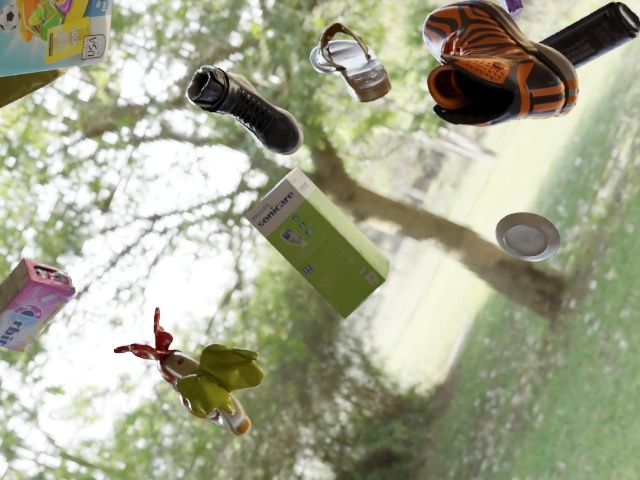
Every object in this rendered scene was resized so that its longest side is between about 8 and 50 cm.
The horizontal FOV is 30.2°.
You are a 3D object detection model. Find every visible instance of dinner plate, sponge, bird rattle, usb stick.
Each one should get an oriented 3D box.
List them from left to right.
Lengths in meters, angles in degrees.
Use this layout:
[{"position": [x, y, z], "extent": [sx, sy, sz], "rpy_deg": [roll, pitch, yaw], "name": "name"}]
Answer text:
[{"position": [-0.211, 0.235, 1.927], "extent": [0.143, 0.254, 0.207], "rpy_deg": [-53, -44, -30], "name": "bird rattle"}, {"position": [0.313, -0.492, 2.082], "extent": [0.117, 0.031, 0.210], "rpy_deg": [0, -105, -83], "name": "sponge"}, {"position": [0.439, -0.004, 2.523], "extent": [0.141, 0.141, 0.017], "rpy_deg": [111, 180, -46], "name": "dinner plate"}, {"position": [0.413, -0.318, 1.968], "extent": [0.278, 0.077, 0.045], "rpy_deg": [-25, 26, 56], "name": "usb stick"}]

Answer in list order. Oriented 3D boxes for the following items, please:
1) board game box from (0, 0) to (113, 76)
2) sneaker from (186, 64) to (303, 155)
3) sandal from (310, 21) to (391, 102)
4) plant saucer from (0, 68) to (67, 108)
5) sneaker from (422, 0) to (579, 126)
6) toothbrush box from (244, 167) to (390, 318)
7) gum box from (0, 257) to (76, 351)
[{"position": [-0.418, -0.353, 1.591], "extent": [0.336, 0.079, 0.253], "rpy_deg": [-22, -53, -53], "name": "board game box"}, {"position": [-0.146, -0.240, 2.182], "extent": [0.086, 0.226, 0.163], "rpy_deg": [-55, -25, 13], "name": "sneaker"}, {"position": [0.038, -0.286, 1.760], "extent": [0.240, 0.088, 0.079], "rpy_deg": [54, 169, 57], "name": "sandal"}, {"position": [-0.588, -0.291, 2.060], "extent": [0.333, 0.081, 0.333], "rpy_deg": [-25, 23, 7], "name": "plant saucer"}, {"position": [0.210, -0.262, 1.720], "extent": [0.321, 0.180, 0.124], "rpy_deg": [39, 134, 48], "name": "sneaker"}, {"position": [0.000, 0.000, 2.381], "extent": [0.122, 0.283, 0.206], "rpy_deg": [-43, 4, 10], "name": "toothbrush box"}, {"position": [-0.564, 0.122, 2.263], "extent": [0.188, 0.107, 0.062], "rpy_deg": [-46, 49, 20], "name": "gum box"}]
